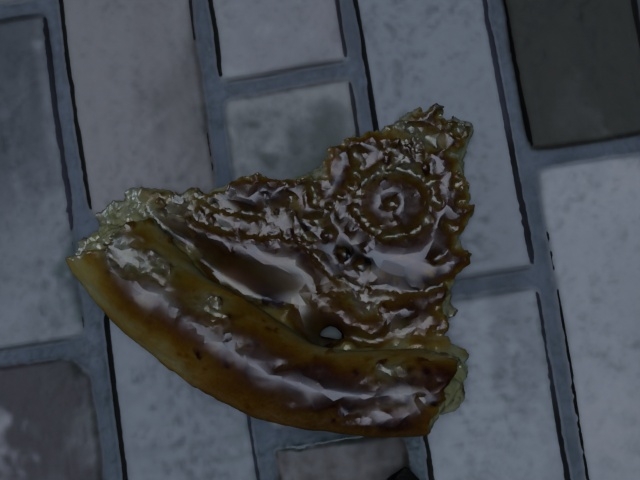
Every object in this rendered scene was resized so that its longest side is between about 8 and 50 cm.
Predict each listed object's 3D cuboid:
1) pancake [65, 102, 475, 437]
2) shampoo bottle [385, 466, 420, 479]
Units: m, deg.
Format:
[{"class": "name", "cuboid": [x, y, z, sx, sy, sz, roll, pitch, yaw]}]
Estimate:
[{"class": "pancake", "cuboid": [0.000, 0.000, 0.577, 0.266, 0.057, 0.244, 36, 86, 4]}, {"class": "shampoo bottle", "cuboid": [0.088, 0.205, 0.572, 0.048, 0.027, 0.137, -43, 85, -1]}]
